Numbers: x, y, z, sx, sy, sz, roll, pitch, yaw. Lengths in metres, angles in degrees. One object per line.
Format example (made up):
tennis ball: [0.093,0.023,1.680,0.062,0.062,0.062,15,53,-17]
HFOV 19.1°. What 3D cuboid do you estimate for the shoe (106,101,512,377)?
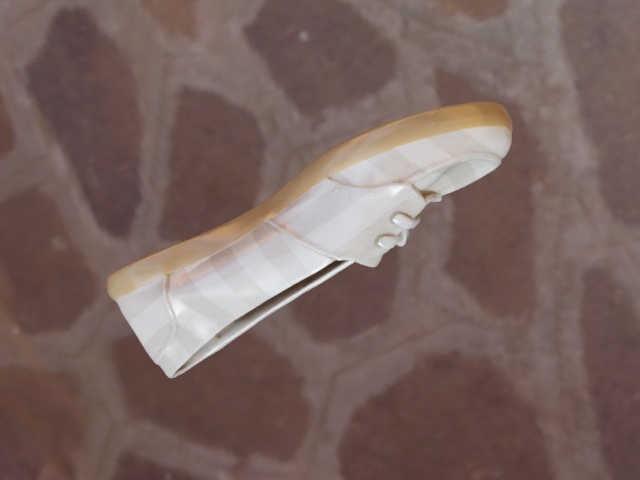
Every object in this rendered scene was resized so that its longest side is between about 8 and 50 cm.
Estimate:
shoe: [0.000,0.000,0.906,0.219,0.076,0.058,-26,78,21]
